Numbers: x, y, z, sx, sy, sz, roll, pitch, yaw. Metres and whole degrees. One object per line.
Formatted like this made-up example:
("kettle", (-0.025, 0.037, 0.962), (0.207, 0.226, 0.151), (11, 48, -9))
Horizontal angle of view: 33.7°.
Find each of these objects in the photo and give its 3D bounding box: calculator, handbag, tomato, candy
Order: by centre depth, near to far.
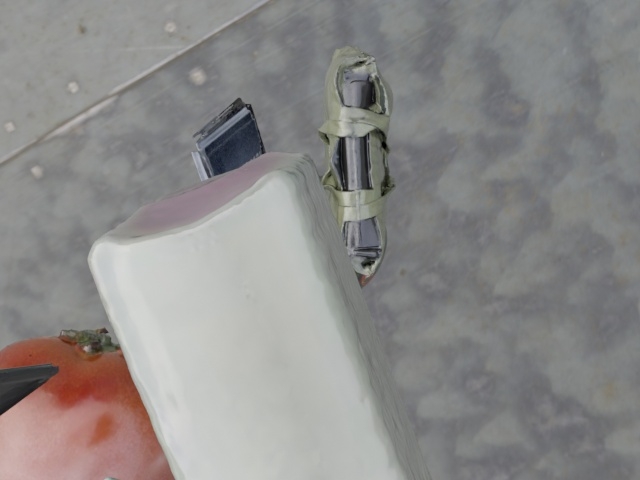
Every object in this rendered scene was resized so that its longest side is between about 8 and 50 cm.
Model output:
("candy", (-0.018, 0.123, 0.745), (0.145, 0.208, 0.358), (-21, 94, 5))
("tomato", (-0.322, 0.276, 1.420), (0.322, 0.321, 0.321), (6, 113, 15))
("handbag", (0.052, -0.115, 1.462), (0.109, 0.253, 0.315), (-2, 96, -1))
("calculator", (-0.104, -0.049, 1.490), (0.028, 0.165, 0.274), (-2, 117, 28))

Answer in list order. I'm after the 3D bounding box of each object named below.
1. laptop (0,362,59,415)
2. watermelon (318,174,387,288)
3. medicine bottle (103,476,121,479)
("laptop", (-0.332, 0.164, 0.946), (0.180, 0.129, 0.016), (-37, 77, 15))
("watermelon", (0.000, 0.000, 1.698), (0.212, 0.212, 0.212), (6, 113, 15))
("medicine bottle", (-0.168, 0.268, 0.911), (0.055, 0.118, 0.074), (30, 96, -34))
